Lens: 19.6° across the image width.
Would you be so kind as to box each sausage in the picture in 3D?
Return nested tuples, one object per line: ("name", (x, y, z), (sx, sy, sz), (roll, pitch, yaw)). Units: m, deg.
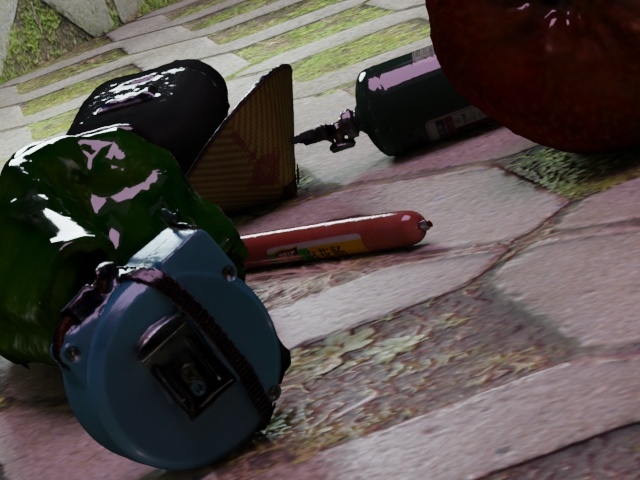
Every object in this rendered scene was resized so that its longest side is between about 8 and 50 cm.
("sausage", (0.000, 0.000, 1.480), (0.223, 0.029, 0.029), (-9, 18, 40))

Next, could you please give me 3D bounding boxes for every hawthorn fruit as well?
("hawthorn fruit", (0.212, -0.201, 1.500), (0.275, 0.275, 0.300), (-21, 4, -4))

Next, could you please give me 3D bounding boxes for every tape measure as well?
("tape measure", (-0.092, 0.072, 1.117), (0.125, 0.146, 0.081), (-44, 20, -21))

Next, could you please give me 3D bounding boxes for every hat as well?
("hat", (-0.057, -0.067, 1.740), (0.193, 0.082, 0.193), (-53, -5, -6))

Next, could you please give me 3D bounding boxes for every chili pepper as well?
("chili pepper", (-0.180, 0.002, 1.442), (0.213, 0.167, 0.385), (-25, 15, -11))

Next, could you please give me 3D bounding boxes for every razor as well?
("razor", (-0.207, -0.106, 2.024), (0.189, 0.107, 0.327), (-16, 15, 13))

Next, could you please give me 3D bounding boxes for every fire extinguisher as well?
("fire extinguisher", (0.114, -0.138, 1.740), (0.294, 0.093, 0.118), (-19, 0, 4))
